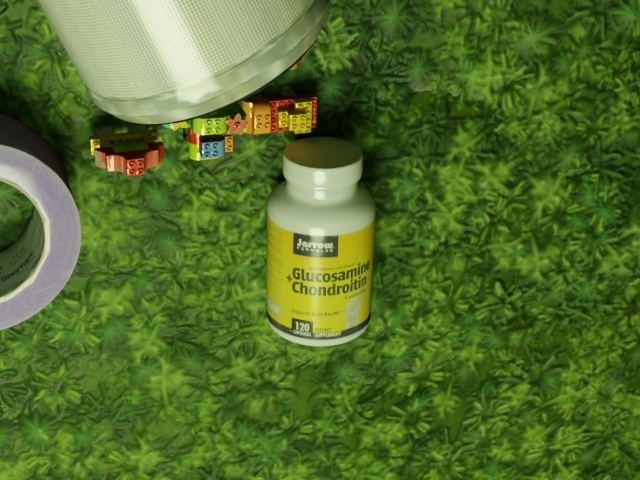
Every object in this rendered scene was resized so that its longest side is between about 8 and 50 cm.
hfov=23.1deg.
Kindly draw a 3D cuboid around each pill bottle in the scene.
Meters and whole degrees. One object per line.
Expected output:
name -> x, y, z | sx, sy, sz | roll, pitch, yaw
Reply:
pill bottle -> 0.000, 0.000, 1.488 | 0.103, 0.103, 0.184 | -7, 119, -15

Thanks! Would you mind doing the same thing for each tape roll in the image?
tape roll -> -0.311, -0.017, 1.388 | 0.189, 0.080, 0.189 | -9, 120, -15

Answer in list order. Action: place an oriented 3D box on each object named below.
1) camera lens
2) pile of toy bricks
camera lens -> -0.131, -0.247, 1.244 | 0.219, 0.219, 0.274 | -28, 122, -3
pile of toy bricks -> -0.096, -0.117, 1.392 | 0.212, 0.105, 0.118 | -7, 119, -15
